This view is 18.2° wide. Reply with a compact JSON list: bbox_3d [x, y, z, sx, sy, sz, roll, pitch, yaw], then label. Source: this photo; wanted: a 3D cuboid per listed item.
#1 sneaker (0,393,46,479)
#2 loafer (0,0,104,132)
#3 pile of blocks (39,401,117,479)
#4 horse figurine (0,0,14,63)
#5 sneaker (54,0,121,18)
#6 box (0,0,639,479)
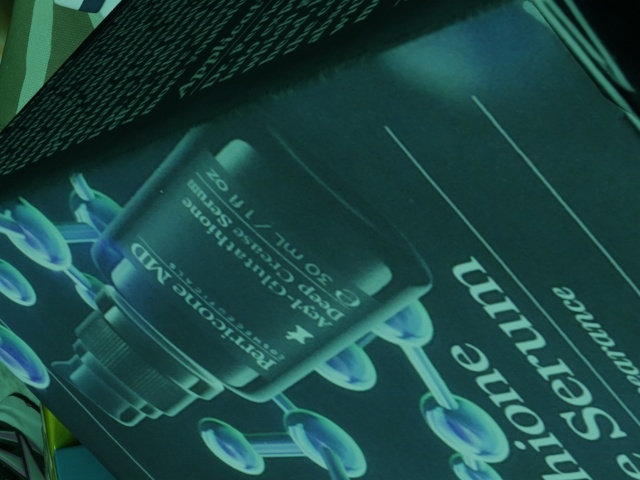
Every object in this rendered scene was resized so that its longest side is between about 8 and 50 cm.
[{"bbox_3d":[-0.182,0.185,1.353,0.178,0.077,0.072,32,141,30],"label":"sneaker"},{"bbox_3d":[-0.125,-0.077,1.045,0.094,0.087,0.251,25,136,38],"label":"loafer"},{"bbox_3d":[-0.099,0.184,1.195,0.149,0.113,0.362,-116,21,-52],"label":"pile of blocks"},{"bbox_3d":[-0.233,-0.128,1.111,0.263,0.066,0.174,27,142,-7],"label":"horse figurine"},{"bbox_3d":[-0.032,-0.168,0.871,0.095,0.090,0.235,29,140,-11],"label":"sneaker"},{"bbox_3d":[0.087,0.006,0.686,0.293,0.212,0.395,48,150,-17],"label":"box"}]
